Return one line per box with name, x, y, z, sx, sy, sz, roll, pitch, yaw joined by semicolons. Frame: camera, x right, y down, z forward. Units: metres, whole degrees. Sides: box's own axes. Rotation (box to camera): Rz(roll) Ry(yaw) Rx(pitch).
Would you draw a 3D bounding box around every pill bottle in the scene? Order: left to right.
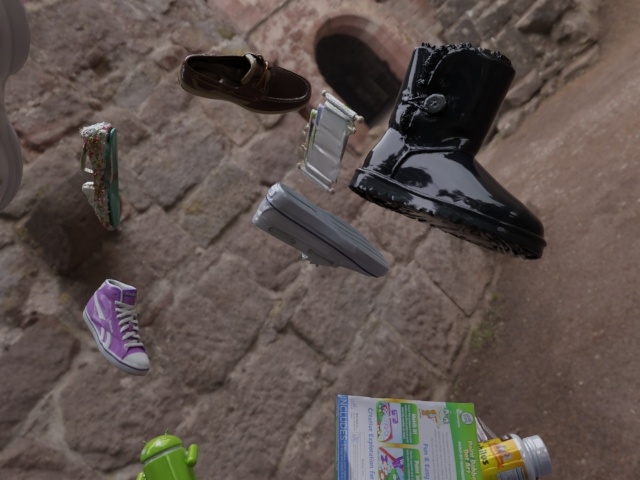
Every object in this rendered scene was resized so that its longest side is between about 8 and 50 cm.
pill bottle;0.380;0.491;1.397;0.215;0.117;0.117;-16;7;-1

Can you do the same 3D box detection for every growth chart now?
growth chart;0.012;-0.227;1.505;0.021;0.172;0.237;-13;-42;-35

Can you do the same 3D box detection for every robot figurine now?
robot figurine;-0.223;0.339;0.952;0.101;0.115;0.067;-28;-19;2

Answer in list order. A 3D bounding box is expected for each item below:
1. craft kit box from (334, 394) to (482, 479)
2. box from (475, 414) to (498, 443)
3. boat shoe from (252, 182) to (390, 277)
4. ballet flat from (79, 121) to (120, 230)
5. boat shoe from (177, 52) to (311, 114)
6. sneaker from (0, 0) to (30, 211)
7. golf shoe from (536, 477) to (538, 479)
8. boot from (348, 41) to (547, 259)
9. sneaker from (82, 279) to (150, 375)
craft kit box;0.146;0.391;1.084;0.061;0.247;0.249;99;174;-56
box;0.495;0.715;2.139;0.203;0.168;0.167;-41;18;9
boat shoe;0.000;0.000;0.974;0.076;0.226;0.083;-49;19;17
ballet flat;-0.474;-0.138;1.392;0.091;0.077;0.240;-91;6;-68
boat shoe;-0.176;-0.401;1.606;0.123;0.342;0.123;156;122;-70
sneaker;-0.379;-0.124;0.636;0.152;0.114;0.305;-45;-15;-47
golf shoe;0.482;0.565;1.527;0.094;0.198;0.077;-15;27;12
boot;0.167;-0.111;0.716;0.094;0.247;0.207;30;-93;-53
sneaker;-0.515;0.215;1.695;0.161;0.282;0.102;-54;-28;14
